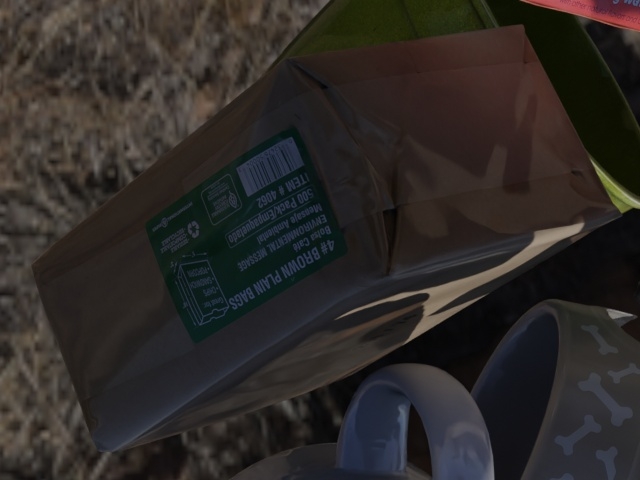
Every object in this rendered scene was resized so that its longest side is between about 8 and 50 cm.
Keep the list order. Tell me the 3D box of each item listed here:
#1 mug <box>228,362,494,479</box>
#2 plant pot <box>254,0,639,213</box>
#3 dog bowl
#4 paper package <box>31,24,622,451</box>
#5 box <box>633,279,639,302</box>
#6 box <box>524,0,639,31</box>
[{"bbox_3d":[0.052,0.273,1.405,0.276,0.328,0.374,5,98,-17],"label":"mug"},{"bbox_3d":[0.087,-0.101,1.940,0.353,0.366,0.366,-33,123,20],"label":"plant pot"},{"bbox_3d":[0.206,0.213,1.876,0.102,0.348,0.348,24,120,-9],"label":"dog bowl"},{"bbox_3d":[0.000,0.000,1.437,0.325,0.168,0.309,-33,168,40],"label":"paper package"},{"bbox_3d":[0.488,0.083,1.499,0.318,0.395,0.097,-26,150,-34],"label":"box"},{"bbox_3d":[0.167,-0.248,1.356,0.300,0.142,0.154,8,112,-36],"label":"box"}]
